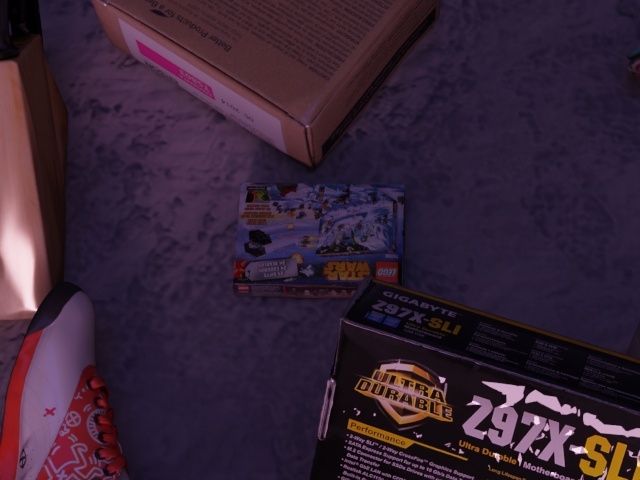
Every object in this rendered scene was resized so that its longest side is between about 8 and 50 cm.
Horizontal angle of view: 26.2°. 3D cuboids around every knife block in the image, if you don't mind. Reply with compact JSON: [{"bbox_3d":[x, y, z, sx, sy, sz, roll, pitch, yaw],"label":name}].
[{"bbox_3d":[-0.265,-0.101,1.061,0.088,0.242,0.275,-4,65,3],"label":"knife block"}]

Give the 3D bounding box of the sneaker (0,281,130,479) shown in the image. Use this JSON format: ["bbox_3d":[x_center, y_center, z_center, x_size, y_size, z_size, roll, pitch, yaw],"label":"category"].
[{"bbox_3d":[-0.165,0.170,1.014,0.145,0.090,0.270,10,70,7],"label":"sneaker"}]

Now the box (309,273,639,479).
[{"bbox_3d":[0.149,0.191,0.895,0.322,0.257,0.079,16,25,13],"label":"box"}]

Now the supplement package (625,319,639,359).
[{"bbox_3d":[0.355,0.114,0.980,0.244,0.134,0.139,-10,65,-1],"label":"supplement package"}]

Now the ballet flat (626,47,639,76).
[{"bbox_3d":[0.373,-0.183,1.150,0.241,0.091,0.077,-31,89,-7],"label":"ballet flat"}]

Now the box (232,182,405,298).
[{"bbox_3d":[0.000,0.000,1.114,0.137,0.027,0.094,1,64,5],"label":"box"}]

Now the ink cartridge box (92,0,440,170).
[{"bbox_3d":[-0.044,-0.202,1.178,0.235,0.088,0.193,34,73,17],"label":"ink cartridge box"}]
